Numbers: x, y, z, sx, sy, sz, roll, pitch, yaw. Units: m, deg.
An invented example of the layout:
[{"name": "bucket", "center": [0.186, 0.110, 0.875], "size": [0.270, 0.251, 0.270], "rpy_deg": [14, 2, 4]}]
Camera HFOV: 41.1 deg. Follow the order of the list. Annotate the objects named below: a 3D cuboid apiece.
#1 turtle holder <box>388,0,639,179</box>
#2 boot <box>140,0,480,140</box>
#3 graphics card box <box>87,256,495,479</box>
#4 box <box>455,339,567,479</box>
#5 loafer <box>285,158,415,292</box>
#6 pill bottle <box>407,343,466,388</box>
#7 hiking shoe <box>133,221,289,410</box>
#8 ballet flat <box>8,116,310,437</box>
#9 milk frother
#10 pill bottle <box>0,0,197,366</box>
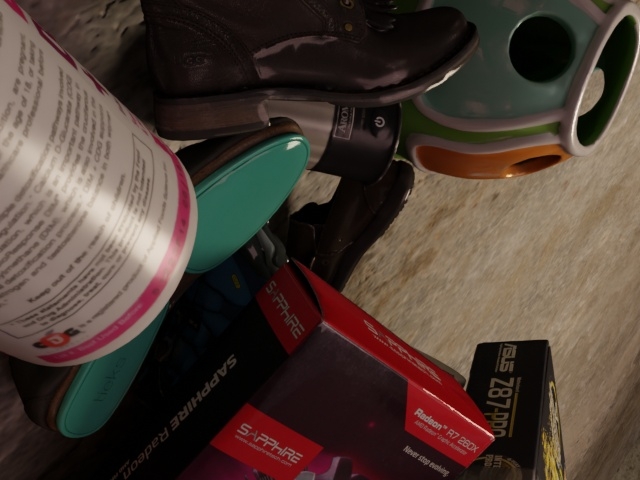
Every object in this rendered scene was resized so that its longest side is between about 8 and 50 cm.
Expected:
[{"name": "turtle holder", "center": [0.178, -0.204, 0.789], "size": [0.320, 0.227, 0.243], "rpy_deg": [-55, 147, -13]}, {"name": "boot", "center": [-0.021, -0.196, 0.542], "size": [0.263, 0.091, 0.229], "rpy_deg": [-17, 113, -19]}, {"name": "graphics card box", "center": [-0.059, 0.221, 0.704], "size": [0.371, 0.094, 0.233], "rpy_deg": [-46, 126, 7]}, {"name": "box", "center": [0.212, 0.348, 0.901], "size": [0.318, 0.097, 0.395], "rpy_deg": [-46, 129, -62]}, {"name": "loafer", "center": [0.000, 0.000, 0.812], "size": [0.220, 0.078, 0.080], "rpy_deg": [-55, -169, 19]}, {"name": "pill bottle", "center": [0.028, 0.273, 0.946], "size": [0.188, 0.188, 0.334], "rpy_deg": [22, 92, -58]}, {"name": "hiking shoe", "center": [-0.093, 0.097, 0.724], "size": [0.132, 0.113, 0.304], "rpy_deg": [-22, 123, -32]}, {"name": "ballet flat", "center": [-0.128, 0.008, 0.608], "size": [0.280, 0.096, 0.095], "rpy_deg": [-51, 150, -3]}, {"name": "milk frother", "center": [-0.025, -0.105, 0.703], "size": [0.134, 0.143, 0.129], "rpy_deg": [10, 66, -21]}, {"name": "pill bottle", "center": [-0.196, -0.052, 0.422], "size": [0.160, 0.160, 0.283], "rpy_deg": [-58, 148, -10]}]
